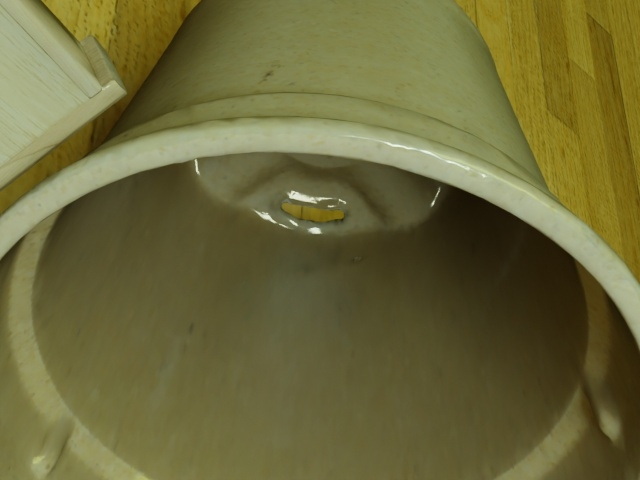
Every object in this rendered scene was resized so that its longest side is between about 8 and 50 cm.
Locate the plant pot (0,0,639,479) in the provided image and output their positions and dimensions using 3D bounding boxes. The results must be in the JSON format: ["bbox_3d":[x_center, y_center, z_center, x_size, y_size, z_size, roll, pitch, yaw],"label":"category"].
[{"bbox_3d":[0.000,0.000,0.618,0.334,0.333,0.305,42,30,-25],"label":"plant pot"}]

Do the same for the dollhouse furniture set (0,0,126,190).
[{"bbox_3d":[-0.243,-0.165,0.544,0.174,0.303,0.355,50,5,-42],"label":"dollhouse furniture set"}]
